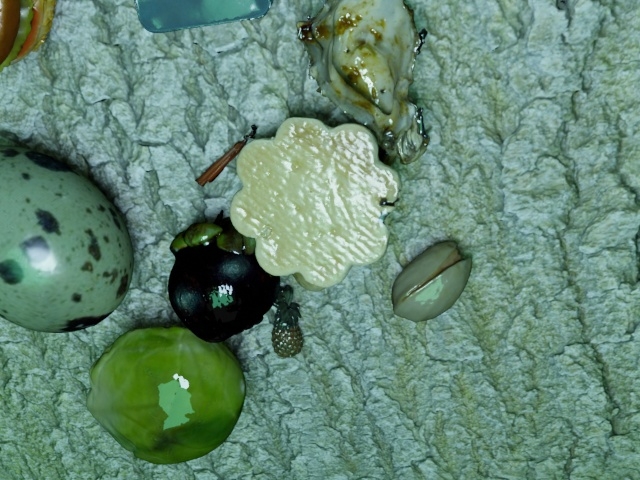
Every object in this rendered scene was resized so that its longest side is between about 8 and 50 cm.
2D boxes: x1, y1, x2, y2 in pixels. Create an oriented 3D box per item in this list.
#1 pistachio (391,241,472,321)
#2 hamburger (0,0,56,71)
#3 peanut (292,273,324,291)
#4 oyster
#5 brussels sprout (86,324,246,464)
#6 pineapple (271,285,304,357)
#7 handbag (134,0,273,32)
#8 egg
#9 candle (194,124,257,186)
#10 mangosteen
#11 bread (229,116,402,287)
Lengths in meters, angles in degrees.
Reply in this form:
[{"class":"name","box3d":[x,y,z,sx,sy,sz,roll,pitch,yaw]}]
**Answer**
[{"class":"pistachio","box3d":[0.217,0.084,1.241,0.124,0.124,0.185,33,110,-14]},{"class":"hamburger","box3d":[-0.579,-0.400,0.952,0.329,0.250,0.330,0,121,0]},{"class":"peanut","box3d":[0.000,0.000,1.216,0.120,0.110,0.237,13,118,3]},{"class":"oyster","box3d":[0.101,-0.266,1.048,0.197,0.133,0.337,-24,118,15]},{"class":"brussels sprout","box3d":[-0.319,0.315,1.348,0.343,0.268,0.344,8,111,22]},{"class":"pineapple","box3d":[-0.076,0.172,1.346,0.074,0.074,0.160,0,117,4]},{"class":"handbag","box3d":[-0.198,-0.438,1.014,0.229,0.062,0.179,-7,116,8]},{"class":"egg","box3d":[-0.514,-0.004,1.152,0.287,0.288,0.379,-26,107,17]},{"class":"candle","box3d":[-0.174,-0.158,1.192,0.167,0.021,0.026,-39,90,23]},{"class":"mangosteen","box3d":[-0.190,0.068,1.221,0.242,0.243,0.243,2,120,3]},{"class":"bread","box3d":[-0.010,-0.066,1.102,0.315,0.054,0.316,4,108,12]}]
